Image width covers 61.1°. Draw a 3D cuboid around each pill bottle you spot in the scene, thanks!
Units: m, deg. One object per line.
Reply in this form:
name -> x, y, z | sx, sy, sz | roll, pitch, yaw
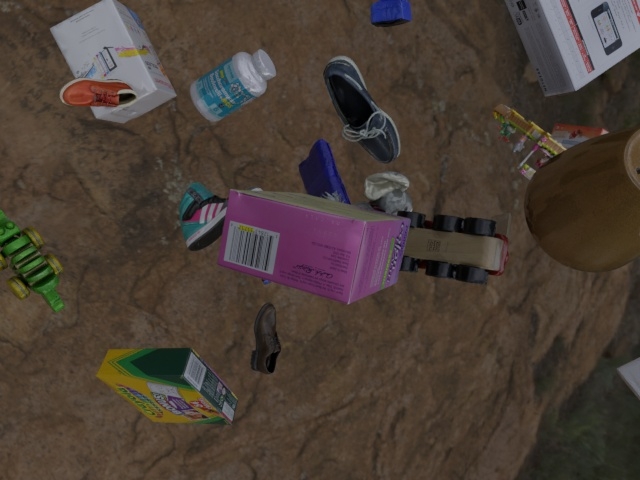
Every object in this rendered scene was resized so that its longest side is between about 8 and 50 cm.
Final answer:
pill bottle -> -0.273, -0.498, 1.722 | 0.146, 0.264, 0.146 | 48, 28, -35

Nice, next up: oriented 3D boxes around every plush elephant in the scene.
plush elephant -> 0.169, -0.047, 1.544 | 0.272, 0.255, 0.330 | 41, 25, -63

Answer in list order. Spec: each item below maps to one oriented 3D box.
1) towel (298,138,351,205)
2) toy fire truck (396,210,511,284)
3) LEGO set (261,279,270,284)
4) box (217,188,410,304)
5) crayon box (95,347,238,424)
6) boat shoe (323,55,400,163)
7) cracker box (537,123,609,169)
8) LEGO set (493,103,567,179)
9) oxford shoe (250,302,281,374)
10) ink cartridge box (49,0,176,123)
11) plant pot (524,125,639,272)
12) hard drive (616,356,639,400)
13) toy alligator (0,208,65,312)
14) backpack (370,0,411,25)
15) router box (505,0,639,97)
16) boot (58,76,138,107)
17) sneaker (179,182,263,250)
towel -> 0.020, -0.193, 2.016 | 0.076, 0.227, 0.308 | -10, 75, -25
toy fire truck -> 0.284, 0.001, 1.095 | 0.246, 0.217, 0.159 | 10, 88, -53
LEGO set -> -0.089, 0.019, 1.415 | 0.182, 0.060, 0.244 | -4, 137, -20
box -> 0.000, 0.000, 0.849 | 0.243, 0.213, 0.117 | -9, 112, -66
crayon box -> -0.489, 0.484, 1.774 | 0.363, 0.312, 0.106 | 66, 26, -45
boat shoe -> 0.086, -0.251, 1.105 | 0.255, 0.095, 0.079 | 58, 31, -32
cracker box -> 0.713, -0.209, 1.554 | 0.067, 0.155, 0.232 | 14, 98, -33
LEGO set -> 0.501, -0.219, 1.305 | 0.107, 0.287, 0.132 | -54, 156, 19
oxford shoe -> -0.156, 0.309, 1.701 | 0.082, 0.096, 0.227 | -5, 101, -48
ink cartridge box -> -0.497, -0.431, 1.331 | 0.168, 0.171, 0.233 | -25, 98, 6
plant pot -> 0.491, -0.085, 0.887 | 0.254, 0.237, 0.237 | 75, 35, -77
hard drive -> 0.922, 0.317, 1.314 | 0.307, 0.203, 0.040 | -30, 117, 11
toy alligator -> -0.343, 0.003, 0.604 | 0.056, 0.051, 0.190 | -42, 111, -36
backpack -> 0.222, -0.741, 1.746 | 0.098, 0.120, 0.101 | -20, 106, -59
router box -> 0.500, -0.496, 1.029 | 0.301, 0.082, 0.336 | -33, 105, -12
boot -> -0.479, -0.317, 1.178 | 0.157, 0.084, 0.059 | -20, 132, -37
sneaker -> -0.322, -0.118, 1.674 | 0.295, 0.178, 0.124 | -34, 162, 10
